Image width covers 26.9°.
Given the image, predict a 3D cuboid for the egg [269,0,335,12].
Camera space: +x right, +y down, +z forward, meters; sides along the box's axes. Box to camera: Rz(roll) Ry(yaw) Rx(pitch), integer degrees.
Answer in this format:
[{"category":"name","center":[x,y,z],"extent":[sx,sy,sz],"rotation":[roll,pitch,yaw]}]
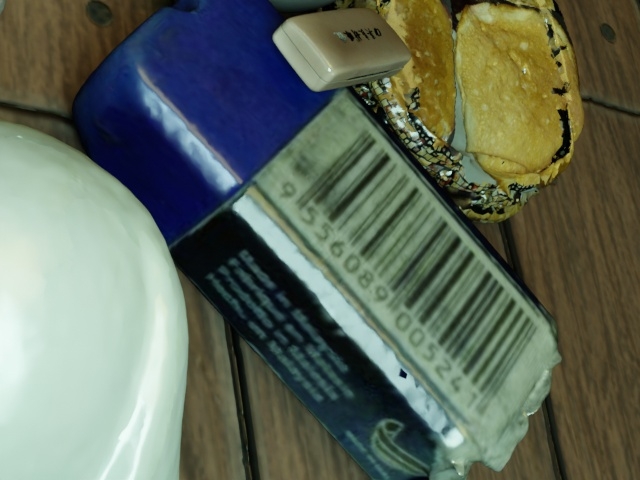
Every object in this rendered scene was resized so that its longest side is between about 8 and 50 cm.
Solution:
[{"category":"egg","center":[-0.040,-0.261,0.886],"extent":[0.176,0.176,0.232],"rotation":[-20,83,-45]}]

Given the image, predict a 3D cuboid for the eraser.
[{"category":"eraser","center":[0.000,0.000,0.823],"extent":[0.332,0.101,0.155],"rotation":[47,45,-6]}]

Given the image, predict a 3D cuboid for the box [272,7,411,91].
[{"category":"box","center":[0.016,-0.120,0.825],"extent":[0.048,0.025,0.115],"rotation":[55,30,8]}]

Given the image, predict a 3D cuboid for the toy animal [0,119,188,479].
[{"category":"toy animal","center":[-0.166,0.101,0.516],"extent":[0.249,0.174,0.289],"rotation":[-13,105,-36]}]

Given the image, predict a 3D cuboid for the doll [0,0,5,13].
[{"category":"doll","center":[-0.240,-0.191,0.760],"extent":[0.160,0.059,0.161],"rotation":[36,48,-19]}]

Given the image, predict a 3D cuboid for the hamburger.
[{"category":"hamburger","center":[0.093,-0.118,0.967],"extent":[0.231,0.107,0.231],"rotation":[21,56,-35]}]
